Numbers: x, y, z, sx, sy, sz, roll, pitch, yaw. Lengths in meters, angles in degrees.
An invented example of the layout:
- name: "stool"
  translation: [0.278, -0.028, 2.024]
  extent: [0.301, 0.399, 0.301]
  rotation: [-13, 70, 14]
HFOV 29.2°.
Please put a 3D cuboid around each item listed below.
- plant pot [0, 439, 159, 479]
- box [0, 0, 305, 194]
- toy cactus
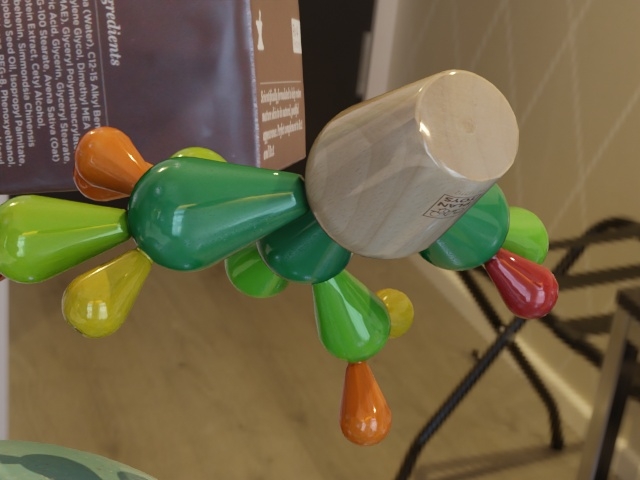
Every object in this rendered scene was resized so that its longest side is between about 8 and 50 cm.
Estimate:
- name: "plant pot"
  translation: [-0.139, 0.195, 0.443]
  extent: [0.293, 0.196, 0.293]
  rotation: [-4, 59, 7]
- name: "box"
  translation: [-0.210, -0.100, 0.785]
  extent: [0.381, 0.143, 0.191]
  rotation: [-4, 7, 9]
- name: "toy cactus"
  translation: [0.000, 0.000, 0.412]
  extent: [0.219, 0.112, 0.180]
  rotation: [11, -19, -21]
